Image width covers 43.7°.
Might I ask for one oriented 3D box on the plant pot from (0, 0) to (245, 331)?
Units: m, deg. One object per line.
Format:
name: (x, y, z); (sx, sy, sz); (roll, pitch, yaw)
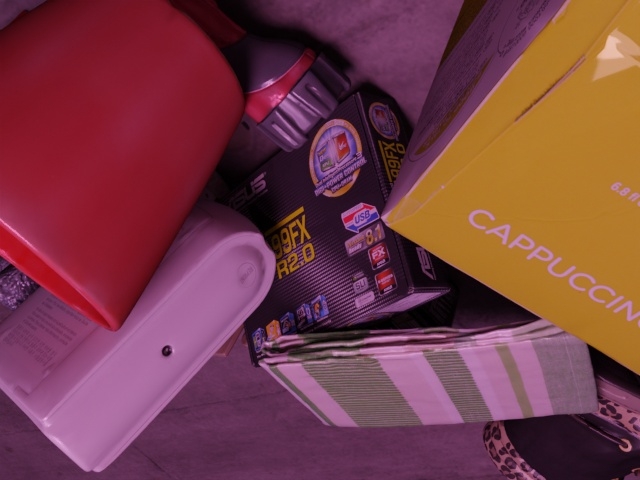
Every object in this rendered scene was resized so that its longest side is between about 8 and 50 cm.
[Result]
plant pot: (-0.217, -0.092, 0.732); (0.275, 0.243, 0.275); (32, 161, 12)

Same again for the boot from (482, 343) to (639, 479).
boot: (0.414, 0.272, 1.020); (0.377, 0.138, 0.284); (29, 138, 0)

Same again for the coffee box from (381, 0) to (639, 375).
coffee box: (0.291, -0.125, 0.508); (0.337, 0.334, 0.338); (30, 139, -7)

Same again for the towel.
towel: (0.126, 0.148, 0.864); (0.324, 0.038, 0.248); (-9, 147, 17)

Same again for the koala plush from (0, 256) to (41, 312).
koala plush: (-0.289, 0.075, 1.074); (0.221, 0.203, 0.196); (59, 169, -18)

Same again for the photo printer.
photo printer: (-0.207, 0.074, 0.879); (0.256, 0.307, 0.107); (15, 145, 50)

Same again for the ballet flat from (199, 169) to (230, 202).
ballet flat: (-0.133, -0.039, 1.007); (0.057, 0.052, 0.168); (-13, 127, 35)

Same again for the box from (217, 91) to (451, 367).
box: (0.000, 0.000, 0.876); (0.060, 0.216, 0.270); (2, 157, -42)

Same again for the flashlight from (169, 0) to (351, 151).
flashlight: (-0.111, -0.219, 0.780); (0.304, 0.103, 0.103); (41, 174, -14)

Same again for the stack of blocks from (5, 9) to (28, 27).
stack of blocks: (-0.392, -0.131, 1.003); (0.297, 0.087, 0.171); (-24, 121, 40)

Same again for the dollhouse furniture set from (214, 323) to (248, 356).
dollhouse furniture set: (-0.043, 0.144, 1.085); (0.144, 0.123, 0.151); (-5, 138, 49)

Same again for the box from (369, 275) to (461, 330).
box: (0.059, 0.054, 0.998); (0.147, 0.078, 0.180); (-25, 120, 42)
